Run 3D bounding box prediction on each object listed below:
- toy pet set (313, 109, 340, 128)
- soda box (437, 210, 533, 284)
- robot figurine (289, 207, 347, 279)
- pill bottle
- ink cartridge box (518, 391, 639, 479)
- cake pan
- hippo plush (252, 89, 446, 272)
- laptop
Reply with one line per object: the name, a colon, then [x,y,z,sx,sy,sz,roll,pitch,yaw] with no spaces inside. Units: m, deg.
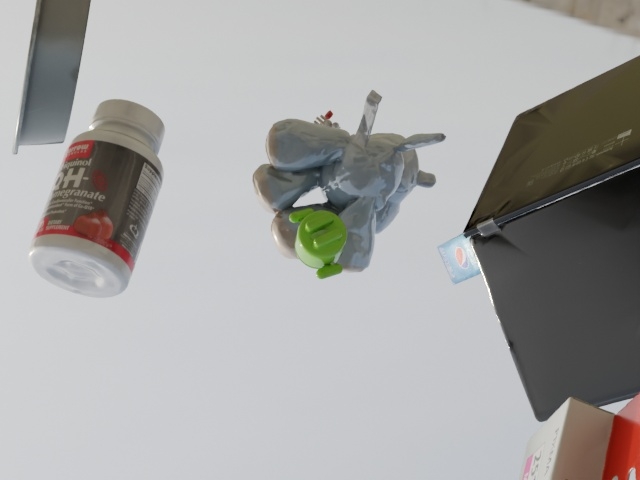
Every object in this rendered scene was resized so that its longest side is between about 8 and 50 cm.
toy pet set: [-0.012,-0.139,2.158,0.065,0.122,0.114,39,162,-16]
soda box: [0.252,0.007,1.940,0.071,0.067,0.210,-21,176,-21]
robot figurine: [0.000,0.000,1.777,0.067,0.101,0.115,-26,169,-11]
pill bottle: [-0.370,-0.077,2.260,0.176,0.176,0.319,10,-119,7]
ink cartridge box: [0.243,0.279,1.295,0.060,0.239,0.275,21,-123,-1]
cake pan: [-0.278,-0.231,1.395,0.054,0.293,0.293,9,-161,-13]
hippo plush: [0.044,-0.111,2.014,0.234,0.294,0.236,33,-161,8]
laptop: [0.408,-0.028,1.715,0.382,0.236,0.408,-24,-152,44]
